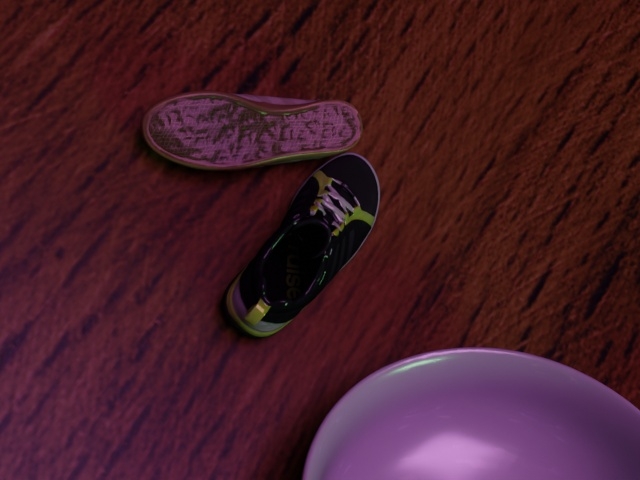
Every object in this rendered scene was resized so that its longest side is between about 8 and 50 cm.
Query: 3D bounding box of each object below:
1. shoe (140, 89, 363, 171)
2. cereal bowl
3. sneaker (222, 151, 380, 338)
[{"bbox_3d":[-0.068,-0.104,1.002,0.219,0.058,0.077,-1,91,-21],"label":"shoe"},{"bbox_3d":[0.145,0.259,0.867,0.339,0.141,0.339,2,44,-2],"label":"cereal bowl"},{"bbox_3d":[0.000,0.000,0.962,0.084,0.097,0.235,39,59,-7],"label":"sneaker"}]
